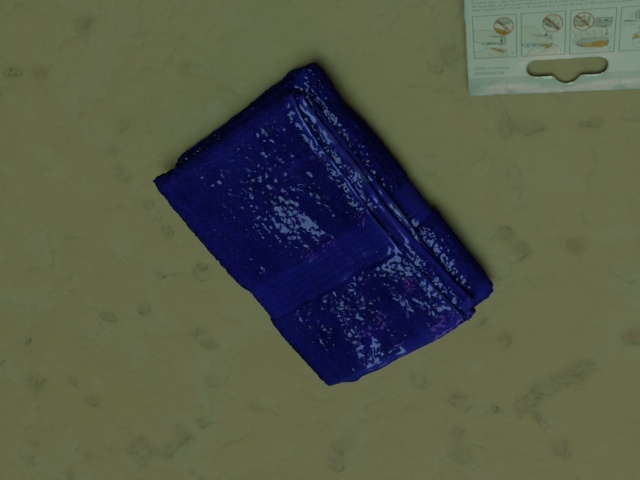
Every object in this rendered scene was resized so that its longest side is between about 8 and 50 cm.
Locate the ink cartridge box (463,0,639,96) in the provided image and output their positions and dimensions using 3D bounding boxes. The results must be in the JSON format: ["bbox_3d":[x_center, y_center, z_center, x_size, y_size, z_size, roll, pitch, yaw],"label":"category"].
[{"bbox_3d":[0.215,-0.242,0.784,0.189,0.066,0.232,0,136,12],"label":"ink cartridge box"}]

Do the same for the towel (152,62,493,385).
[{"bbox_3d":[0.000,0.000,0.921,0.227,0.076,0.308,-34,104,23],"label":"towel"}]
